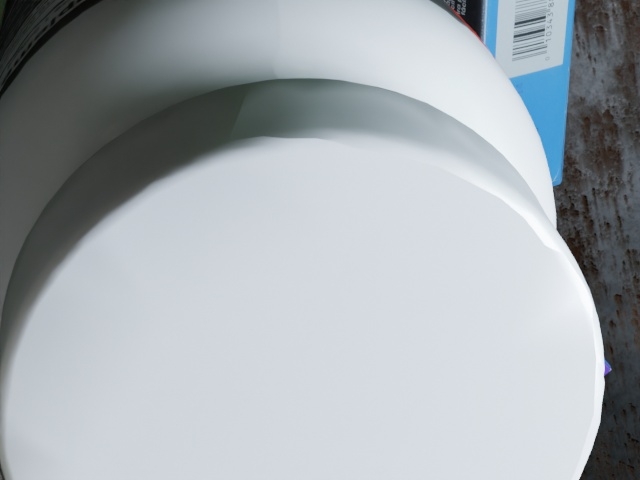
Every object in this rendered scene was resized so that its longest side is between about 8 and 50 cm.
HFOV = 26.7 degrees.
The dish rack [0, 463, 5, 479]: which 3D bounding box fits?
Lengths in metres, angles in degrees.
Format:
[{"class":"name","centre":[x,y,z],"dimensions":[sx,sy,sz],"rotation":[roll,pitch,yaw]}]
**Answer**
[{"class":"dish rack","centre":[-0.099,0.117,0.683],"dimensions":[0.271,0.074,0.208],"rotation":[65,8,29]}]

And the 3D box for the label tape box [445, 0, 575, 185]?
[{"class":"label tape box","centre":[0.094,-0.210,1.280],"dimensions":[0.333,0.106,0.241],"rotation":[39,-42,49]}]

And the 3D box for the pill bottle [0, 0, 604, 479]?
[{"class":"pill bottle","centre":[-0.029,-0.024,0.532],"dimensions":[0.363,0.210,0.210],"rotation":[-110,-177,-63]}]

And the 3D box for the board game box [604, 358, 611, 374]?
[{"class":"board game box","centre":[0.146,0.003,1.393],"dimensions":[0.233,0.078,0.347],"rotation":[45,10,-24]}]
